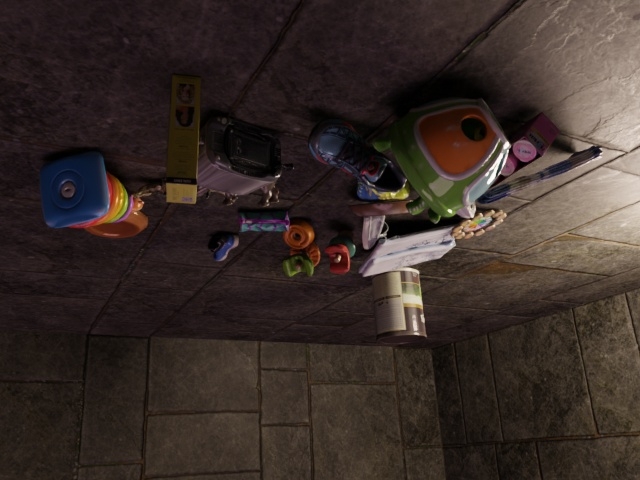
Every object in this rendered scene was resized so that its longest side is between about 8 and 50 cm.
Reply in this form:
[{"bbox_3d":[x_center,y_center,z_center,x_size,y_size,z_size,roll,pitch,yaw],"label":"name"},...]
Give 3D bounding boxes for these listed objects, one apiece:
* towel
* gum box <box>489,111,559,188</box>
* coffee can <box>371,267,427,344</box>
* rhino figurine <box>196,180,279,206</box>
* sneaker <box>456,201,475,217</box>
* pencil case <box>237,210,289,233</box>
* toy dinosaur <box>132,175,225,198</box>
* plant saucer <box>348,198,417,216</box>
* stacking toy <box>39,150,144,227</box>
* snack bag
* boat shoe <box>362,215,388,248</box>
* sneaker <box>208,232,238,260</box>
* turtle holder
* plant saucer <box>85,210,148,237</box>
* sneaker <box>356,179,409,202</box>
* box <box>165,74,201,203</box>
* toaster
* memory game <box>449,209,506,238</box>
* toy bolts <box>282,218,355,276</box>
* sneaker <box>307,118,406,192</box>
[{"bbox_3d":[0.527,-0.157,1.434,0.285,0.034,0.209,-23,179,11],"label":"towel"},{"bbox_3d":[0.444,-0.202,1.350,0.062,0.107,0.188,45,148,-4],"label":"gum box"},{"bbox_3d":[0.316,0.269,2.376,0.202,0.275,0.201,-3,160,-1],"label":"coffee can"},{"bbox_3d":[-0.220,-0.145,1.445,0.243,0.106,0.073,2,-160,-10],"label":"rhino figurine"},{"bbox_3d":[0.347,-0.124,1.618,0.115,0.090,0.232,-11,150,38],"label":"sneaker"},{"bbox_3d":[-0.168,-0.056,1.729,0.152,0.064,0.070,-2,-175,-5],"label":"pencil case"},{"bbox_3d":[-0.340,-0.133,1.506,0.268,0.064,0.118,4,173,-21],"label":"toy dinosaur"},{"bbox_3d":[0.177,-0.089,1.623,0.199,0.036,0.198,-5,-175,0],"label":"plant saucer"},{"bbox_3d":[-0.541,-0.103,1.472,0.175,0.165,0.302,-12,173,12],"label":"stacking toy"},{"bbox_3d":[0.314,0.034,1.994,0.323,0.037,0.342,-11,162,-13],"label":"snack bag"},{"bbox_3d":[0.171,-0.032,1.823,0.081,0.079,0.227,0,157,4],"label":"boat shoe"},{"bbox_3d":[-0.339,0.022,1.918,0.085,0.058,0.152,5,155,-36],"label":"sneaker"},{"bbox_3d":[0.284,-0.173,1.241,0.227,0.243,0.320,-33,145,22],"label":"turtle holder"},{"bbox_3d":[-0.611,-0.051,1.718,0.200,0.037,0.200,-3,159,-1],"label":"plant saucer"},{"bbox_3d":[0.128,-0.142,1.505,0.126,0.091,0.240,-16,157,33],"label":"sneaker"},{"bbox_3d":[-0.259,-0.192,1.107,0.058,0.232,0.087,2,158,-13],"label":"box"},{"bbox_3d":[-0.191,-0.180,1.308,0.227,0.129,0.146,11,160,-38],"label":"toaster"},{"bbox_3d":[0.503,-0.049,1.869,0.186,0.012,0.186,-14,158,-6],"label":"memory game"},{"bbox_3d":[0.000,0.000,1.883,0.228,0.158,0.218,1,121,17],"label":"toy bolts"},{"bbox_3d":[0.093,-0.183,1.285,0.262,0.104,0.125,23,-172,-36],"label":"sneaker"}]
